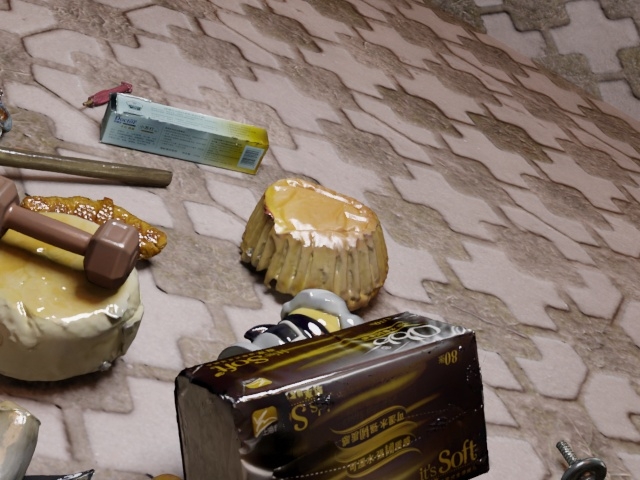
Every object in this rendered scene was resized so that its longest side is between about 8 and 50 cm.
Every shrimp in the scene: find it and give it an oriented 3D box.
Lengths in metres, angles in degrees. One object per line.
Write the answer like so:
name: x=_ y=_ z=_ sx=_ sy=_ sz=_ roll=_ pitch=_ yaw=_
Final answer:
shrimp: x=-0.620 y=-0.261 z=1.599 sx=0.090 sy=0.079 sz=0.233 roll=-43 pitch=64 yaw=-15

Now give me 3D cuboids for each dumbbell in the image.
dumbbell: x=0.424 y=0.397 z=1.354 sx=0.110 sy=0.110 sz=0.254 roll=6 pitch=32 yaw=-26
dumbbell: x=-0.351 y=-0.012 z=1.184 sx=0.231 sy=0.082 sz=0.092 roll=22 pitch=39 yaw=-1

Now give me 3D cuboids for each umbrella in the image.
umbrella: x=-0.425 y=-0.290 z=1.807 sx=0.027 sy=0.025 sz=0.165 roll=15 pitch=27 yaw=19

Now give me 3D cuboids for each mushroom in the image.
mushroom: x=-0.380 y=0.286 z=0.979 sx=0.099 sy=0.096 sz=0.278 roll=-4 pitch=30 yaw=13

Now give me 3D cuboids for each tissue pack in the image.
tissue pack: x=0.022 y=0.230 z=1.153 sx=0.370 sy=0.209 sz=0.198 roll=-12 pitch=8 yaw=-30

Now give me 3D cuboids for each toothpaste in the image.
toothpaste: x=-0.260 y=-0.202 z=1.739 sx=0.313 sy=0.089 sz=0.071 roll=10 pitch=43 yaw=-22

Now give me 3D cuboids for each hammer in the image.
hammer: x=-0.420 y=-0.130 z=1.540 sx=0.366 sy=0.111 sz=0.043 roll=6 pitch=39 yaw=-38

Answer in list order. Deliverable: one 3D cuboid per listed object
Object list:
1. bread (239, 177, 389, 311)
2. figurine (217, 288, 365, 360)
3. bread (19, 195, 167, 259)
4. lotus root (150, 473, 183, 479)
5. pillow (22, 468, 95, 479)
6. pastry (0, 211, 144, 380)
bread: x=0.000 y=0.000 z=1.579 sx=0.274 sy=0.149 sz=0.274 roll=13 pitch=40 yaw=-11
figurine: x=-0.023 y=0.172 z=1.339 sx=0.176 sy=0.133 sz=0.236 roll=46 pitch=40 yaw=13
bread: x=-0.361 y=-0.016 z=1.426 sx=0.233 sy=0.076 sz=0.104 roll=17 pitch=46 yaw=-25
lotus root: x=-0.146 y=0.398 z=0.927 sx=0.193 sy=0.193 sz=0.291 roll=6 pitch=35 yaw=-27
pillow: x=-0.309 y=0.321 z=1.019 sx=0.091 sy=0.048 sz=0.150 roll=12 pitch=36 yaw=-16
pastry: x=-0.373 y=0.076 z=1.238 sx=0.265 sy=0.133 sz=0.264 roll=16 pitch=35 yaw=-12
